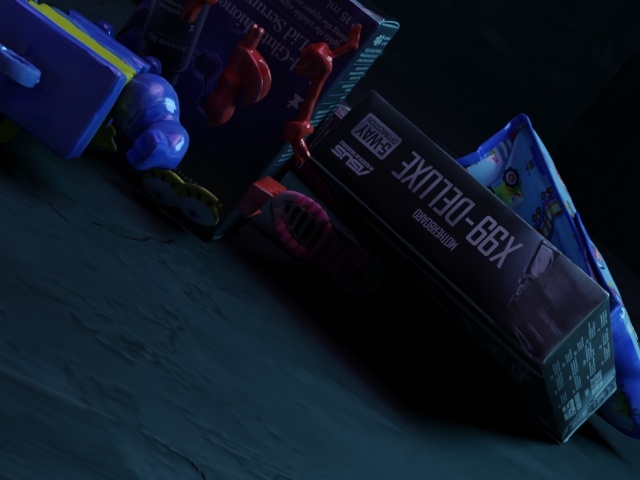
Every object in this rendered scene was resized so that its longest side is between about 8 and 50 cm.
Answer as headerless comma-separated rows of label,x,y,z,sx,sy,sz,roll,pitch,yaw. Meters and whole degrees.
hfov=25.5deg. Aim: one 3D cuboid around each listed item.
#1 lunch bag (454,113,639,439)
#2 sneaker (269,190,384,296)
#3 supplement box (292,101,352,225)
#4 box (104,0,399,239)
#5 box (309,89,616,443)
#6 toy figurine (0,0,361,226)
lunch bag,0.235,0.060,1.373,0.293,0.138,0.221,60,0,43
sneaker,0.000,0.000,1.198,0.119,0.047,0.057,43,3,-18
supplement box,0.030,-0.084,1.523,0.188,0.081,0.104,46,14,33
box,-0.065,-0.127,1.057,0.153,0.207,0.108,38,11,4
box,0.126,0.033,1.154,0.242,0.076,0.307,44,-5,21
toy figurine,-0.171,-0.150,0.899,0.362,0.191,0.217,38,16,4
